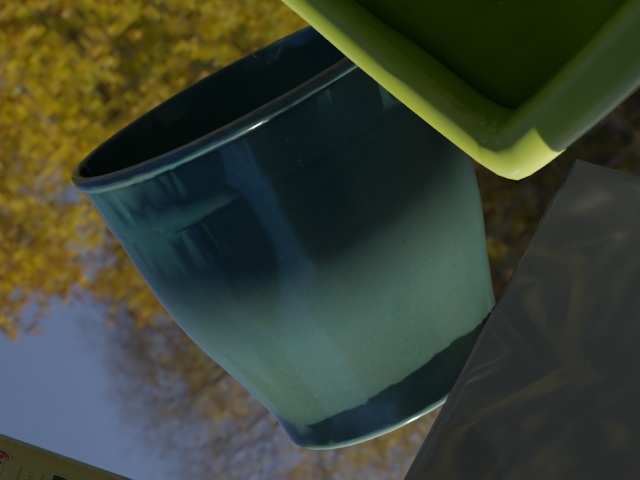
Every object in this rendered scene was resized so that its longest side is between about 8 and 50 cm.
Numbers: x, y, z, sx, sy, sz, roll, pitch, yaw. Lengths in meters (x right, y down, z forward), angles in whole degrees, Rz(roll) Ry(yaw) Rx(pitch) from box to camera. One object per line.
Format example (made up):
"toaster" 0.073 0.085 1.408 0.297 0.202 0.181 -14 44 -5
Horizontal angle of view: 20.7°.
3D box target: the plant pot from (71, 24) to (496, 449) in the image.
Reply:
"plant pot" 0.000 0.000 1.258 0.255 0.271 0.272 63 -171 -13

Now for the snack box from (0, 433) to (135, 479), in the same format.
"snack box" -0.172 0.235 0.957 0.187 0.060 0.322 21 -150 -7

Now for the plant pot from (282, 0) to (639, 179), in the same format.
"plant pot" 0.062 -0.190 0.461 0.228 0.207 0.227 41 156 1

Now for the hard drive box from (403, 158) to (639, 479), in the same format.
"hard drive box" 0.103 0.118 0.438 0.089 0.181 0.232 19 166 42
